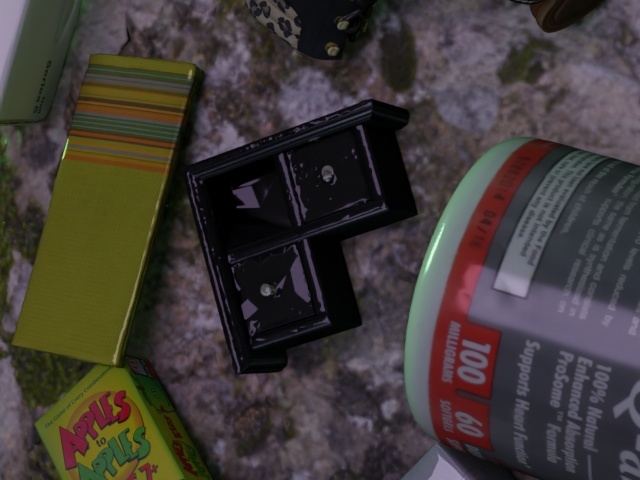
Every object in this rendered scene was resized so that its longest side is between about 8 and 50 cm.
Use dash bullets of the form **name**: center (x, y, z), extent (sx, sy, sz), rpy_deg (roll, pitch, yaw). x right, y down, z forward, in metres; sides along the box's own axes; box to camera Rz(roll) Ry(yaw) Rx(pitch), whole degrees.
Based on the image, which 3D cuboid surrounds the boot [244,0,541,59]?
- **boot**: center (0.050, -0.191, 1.295), extent (0.236, 0.085, 0.178), rpy_deg (35, 138, 16)

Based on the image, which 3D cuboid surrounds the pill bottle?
- **pill bottle**: center (0.253, 0.077, 1.150), extent (0.363, 0.210, 0.210), rpy_deg (17, 94, 24)

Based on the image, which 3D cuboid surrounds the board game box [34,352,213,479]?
- **board game box**: center (-0.134, 0.180, 1.385), extent (0.092, 0.043, 0.181), rpy_deg (-43, 58, 17)

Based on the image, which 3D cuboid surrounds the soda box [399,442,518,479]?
- **soda box**: center (0.154, 0.265, 1.249), extent (0.098, 0.091, 0.286), rpy_deg (-47, 71, 14)

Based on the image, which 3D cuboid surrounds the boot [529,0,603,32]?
- **boot**: center (0.161, -0.253, 1.287), extent (0.152, 0.073, 0.197), rpy_deg (35, 89, 21)

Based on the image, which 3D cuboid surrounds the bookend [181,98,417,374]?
- **bookend**: center (0.000, 0.000, 1.342), extent (0.156, 0.072, 0.157), rpy_deg (-18, 81, 22)

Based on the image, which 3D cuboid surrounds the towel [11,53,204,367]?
- **towel**: center (-0.161, -0.026, 1.421), extent (0.102, 0.021, 0.237), rpy_deg (9, 80, 29)

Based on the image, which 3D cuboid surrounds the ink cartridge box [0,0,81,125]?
- **ink cartridge box**: center (-0.326, -0.220, 1.437), extent (0.273, 0.115, 0.198), rpy_deg (18, 98, 9)
